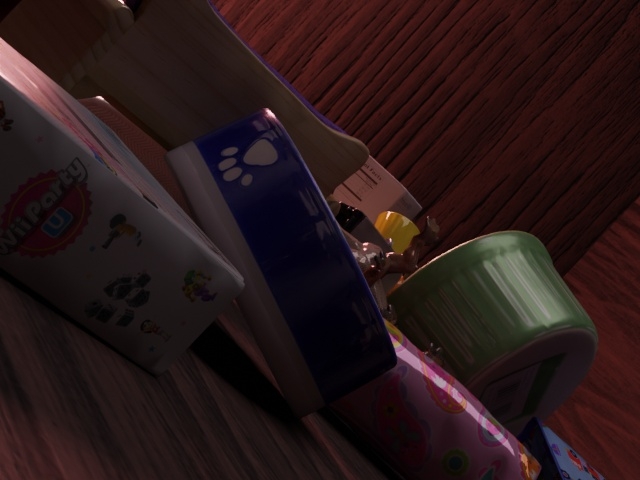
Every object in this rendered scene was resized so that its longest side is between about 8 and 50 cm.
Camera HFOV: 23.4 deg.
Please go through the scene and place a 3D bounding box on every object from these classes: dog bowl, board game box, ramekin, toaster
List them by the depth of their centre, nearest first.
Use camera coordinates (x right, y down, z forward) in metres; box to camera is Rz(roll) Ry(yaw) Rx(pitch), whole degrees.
[{"bbox_3d":[-0.211,-0.064,1.017,0.224,0.097,0.303,44,1,44],"label":"board game box"},{"bbox_3d":[-0.036,0.020,1.379,0.265,0.104,0.265,63,-4,7],"label":"dog bowl"},{"bbox_3d":[0.198,0.145,1.923,0.148,0.303,0.303,54,7,30],"label":"ramekin"},{"bbox_3d":[-0.001,0.044,1.942,0.110,0.186,0.168,45,-6,-17],"label":"toaster"}]

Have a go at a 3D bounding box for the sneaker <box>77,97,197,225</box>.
[{"bbox_3d":[-0.191,-0.092,1.791,0.292,0.108,0.169,41,6,-26],"label":"sneaker"}]

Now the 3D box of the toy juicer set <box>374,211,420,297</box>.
[{"bbox_3d":[0.000,0.000,2.274,0.329,0.089,0.209,19,-34,23],"label":"toy juicer set"}]

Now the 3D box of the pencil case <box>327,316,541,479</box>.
[{"bbox_3d":[0.095,0.184,1.582,0.284,0.124,0.124,44,2,0],"label":"pencil case"}]

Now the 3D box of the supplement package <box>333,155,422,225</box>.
[{"bbox_3d":[0.021,-0.019,2.425,0.134,0.244,0.139,44,3,18],"label":"supplement package"}]

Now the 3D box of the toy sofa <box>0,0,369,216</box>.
[{"bbox_3d":[-0.127,-0.136,1.509,0.362,0.177,0.150,40,4,-43],"label":"toy sofa"}]

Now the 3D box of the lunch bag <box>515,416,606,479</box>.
[{"bbox_3d":[0.332,0.385,1.858,0.221,0.138,0.293,43,6,-31],"label":"lunch bag"}]

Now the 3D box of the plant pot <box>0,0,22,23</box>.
[{"bbox_3d":[-0.408,-0.347,1.922,0.180,0.201,0.201,27,-5,25],"label":"plant pot"}]

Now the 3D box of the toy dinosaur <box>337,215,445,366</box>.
[{"bbox_3d":[0.026,0.077,1.757,0.127,0.200,0.296,13,68,-48],"label":"toy dinosaur"}]
